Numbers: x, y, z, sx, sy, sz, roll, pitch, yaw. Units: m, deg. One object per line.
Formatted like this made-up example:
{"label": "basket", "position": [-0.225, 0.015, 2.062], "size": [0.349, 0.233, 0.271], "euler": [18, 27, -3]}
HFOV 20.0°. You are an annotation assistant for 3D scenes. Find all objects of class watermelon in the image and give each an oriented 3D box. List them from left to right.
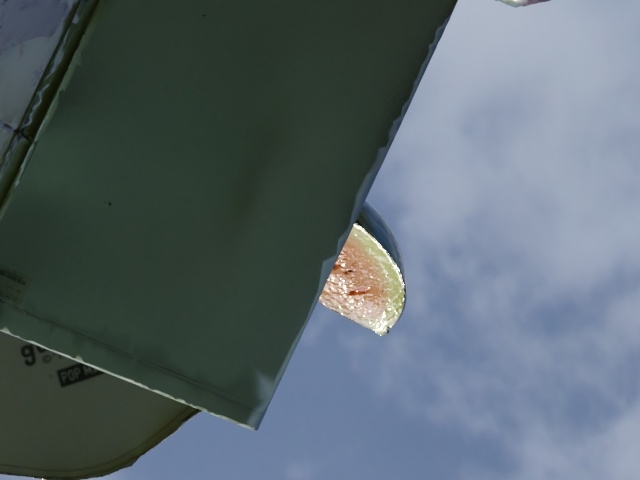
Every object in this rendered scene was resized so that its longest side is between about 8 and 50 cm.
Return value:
{"label": "watermelon", "position": [0.006, -0.011, 1.314], "size": [0.163, 0.087, 0.069], "euler": [33, -138, -8]}

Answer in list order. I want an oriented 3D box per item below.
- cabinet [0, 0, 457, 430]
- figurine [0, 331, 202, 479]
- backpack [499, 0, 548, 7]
{"label": "cabinet", "position": [-0.068, -0.060, 0.727], "size": [0.145, 0.150, 0.206], "euler": [27, -88, 61]}
{"label": "figurine", "position": [-0.170, 0.067, 1.200], "size": [0.250, 0.141, 0.166], "euler": [-7, -89, -18]}
{"label": "backpack", "position": [0.142, -0.326, 1.311], "size": [0.283, 0.197, 0.317], "euler": [-27, -121, -29]}
